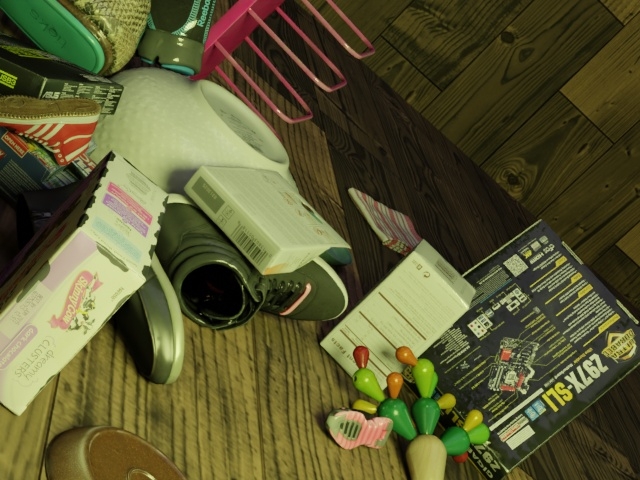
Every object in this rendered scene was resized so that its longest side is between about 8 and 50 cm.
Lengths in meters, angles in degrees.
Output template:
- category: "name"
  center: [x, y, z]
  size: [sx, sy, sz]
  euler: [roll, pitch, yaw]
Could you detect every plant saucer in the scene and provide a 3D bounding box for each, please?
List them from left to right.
- category: "plant saucer"
  center: [-0.148, 0.211, 1.059]
  size: [0.168, 0.029, 0.168]
  euler: [42, 16, -15]
- category: "plant saucer"
  center: [0.000, 0.000, 2.000]
  size: [0.119, 0.021, 0.119]
  euler: [41, 17, -15]

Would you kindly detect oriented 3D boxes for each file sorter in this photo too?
- category: "file sorter"
  center: [-0.084, -0.244, 1.914]
  size: [0.182, 0.291, 0.202]
  euler: [48, 15, -1]

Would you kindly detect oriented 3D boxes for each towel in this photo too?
- category: "towel"
  center: [0.139, -0.025, 2.411]
  size: [0.197, 0.029, 0.144]
  euler: [25, 24, -51]

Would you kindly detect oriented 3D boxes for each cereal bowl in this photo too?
- category: "cereal bowl"
  center: [-0.144, -0.105, 1.676]
  size: [0.339, 0.141, 0.339]
  euler: [41, 15, -13]

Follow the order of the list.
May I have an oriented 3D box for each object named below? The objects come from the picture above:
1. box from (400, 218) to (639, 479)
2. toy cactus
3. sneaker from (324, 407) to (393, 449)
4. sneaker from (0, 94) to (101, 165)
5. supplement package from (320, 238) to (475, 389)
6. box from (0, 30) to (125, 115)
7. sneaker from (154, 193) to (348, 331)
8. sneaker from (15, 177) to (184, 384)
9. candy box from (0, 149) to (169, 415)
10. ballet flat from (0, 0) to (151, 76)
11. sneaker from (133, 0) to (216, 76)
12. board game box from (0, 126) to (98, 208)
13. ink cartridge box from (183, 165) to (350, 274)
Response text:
- category: "box"
  center: [0.282, 0.152, 1.846]
  size: [0.257, 0.322, 0.079]
  euler: [50, -26, 13]
- category: "toy cactus"
  center: [0.120, 0.235, 1.612]
  size: [0.219, 0.112, 0.180]
  euler: [38, 35, -32]
- category: "sneaker"
  center: [0.034, 0.214, 1.517]
  size: [0.057, 0.047, 0.119]
  euler: [29, 3, 35]
- category: "sneaker"
  center: [-0.283, -0.110, 1.304]
  size: [0.118, 0.067, 0.042]
  euler: [-1, 43, -26]
- category: "supplement package"
  center: [0.103, 0.101, 1.705]
  size: [0.105, 0.179, 0.105]
  euler: [45, 15, 1]
- category: "box"
  center: [-0.342, -0.194, 1.455]
  size: [0.184, 0.045, 0.191]
  euler: [23, 10, 16]
- category: "sneaker"
  center: [-0.076, 0.062, 1.509]
  size: [0.296, 0.104, 0.147]
  euler: [27, 24, -33]
- category: "sneaker"
  center: [-0.217, 0.046, 1.253]
  size: [0.118, 0.083, 0.222]
  euler: [-11, 69, -35]
- category: "candy box"
  center: [-0.214, 0.030, 1.097]
  size: [0.070, 0.165, 0.196]
  euler: [40, 16, -16]
- category: "ballet flat"
  center: [-0.416, -0.401, 1.621]
  size: [0.483, 0.164, 0.182]
  euler: [37, 55, -17]
- category: "sneaker"
  center: [-0.263, -0.336, 1.820]
  size: [0.341, 0.139, 0.125]
  euler: [26, 7, 38]
- category: "board game box"
  center: [-0.278, -0.074, 1.399]
  size: [0.194, 0.060, 0.194]
  euler: [44, 16, -4]
- category: "ink cartridge box"
  center: [-0.060, -0.025, 1.513]
  size: [0.145, 0.045, 0.179]
  euler: [46, 17, 19]
